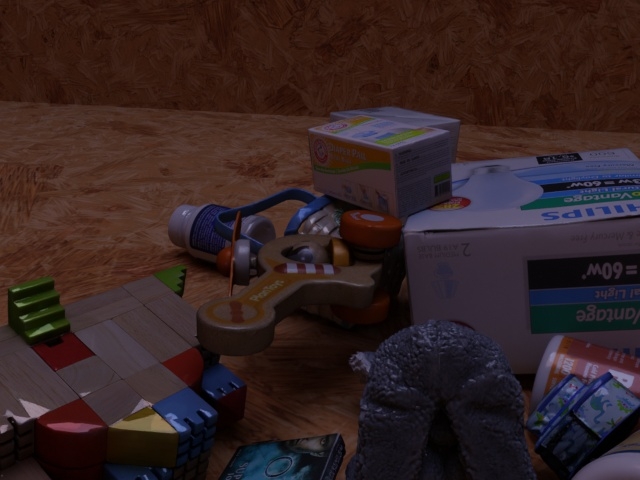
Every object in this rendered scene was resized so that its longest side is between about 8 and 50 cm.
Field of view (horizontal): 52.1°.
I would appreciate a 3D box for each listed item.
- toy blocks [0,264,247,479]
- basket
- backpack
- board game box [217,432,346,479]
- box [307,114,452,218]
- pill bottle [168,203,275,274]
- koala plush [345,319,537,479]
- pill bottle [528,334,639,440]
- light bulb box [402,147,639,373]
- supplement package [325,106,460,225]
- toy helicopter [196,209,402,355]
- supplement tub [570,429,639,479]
[{"bbox_3d":[-0.224,0.178,0.703,0.261,0.191,0.381,31,33,30],"label":"toy blocks"},{"bbox_3d":[0.000,0.000,1.109,0.288,0.201,0.254,25,29,24],"label":"basket"},{"bbox_3d":[0.275,0.189,0.689,0.084,0.114,0.105,47,7,27],"label":"backpack"},{"bbox_3d":[-0.056,0.255,0.626,0.126,0.026,0.186,-14,15,20],"label":"board game box"},{"bbox_3d":[0.085,-0.117,0.981,0.114,0.103,0.203,-21,27,-30],"label":"box"},{"bbox_3d":[-0.189,-0.009,1.230,0.186,0.112,0.112,15,24,26],"label":"pill bottle"},{"bbox_3d":[0.123,0.171,0.736,0.196,0.203,0.221,-2,6,3],"label":"koala plush"},{"bbox_3d":[0.367,0.197,0.767,0.216,0.121,0.121,14,24,28],"label":"pill bottle"},{"bbox_3d":[0.325,0.018,1.005,0.357,0.225,0.361,-4,19,14],"label":"light bulb box"},{"bbox_3d":[0.146,-0.133,1.389,0.199,0.263,0.198,-15,27,-39],"label":"supplement package"},{"bbox_3d":[-0.053,0.048,0.808,0.234,0.140,0.355,13,19,19],"label":"toy helicopter"},{"bbox_3d":[0.314,0.243,0.580,0.144,0.144,0.199,22,14,40],"label":"supplement tub"}]
